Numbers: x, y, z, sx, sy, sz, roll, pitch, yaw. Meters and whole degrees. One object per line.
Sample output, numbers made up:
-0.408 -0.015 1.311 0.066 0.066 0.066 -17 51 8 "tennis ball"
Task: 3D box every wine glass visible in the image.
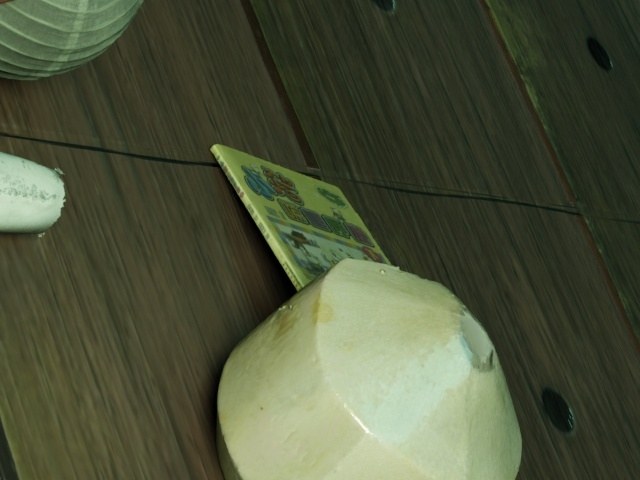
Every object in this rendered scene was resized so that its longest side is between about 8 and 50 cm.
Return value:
-0.278 -0.045 1.278 0.262 0.074 0.074 11 53 -51 "wine glass"

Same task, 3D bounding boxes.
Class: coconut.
0.045 0.126 1.422 0.241 0.241 0.241 35 37 -32 "coconut"

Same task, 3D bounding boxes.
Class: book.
0.000 0.000 1.629 0.168 0.013 0.192 19 30 -46 "book"

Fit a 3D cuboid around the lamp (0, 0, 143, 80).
-0.230 -0.248 1.363 0.233 0.233 0.265 -24 103 -59 "lamp"
